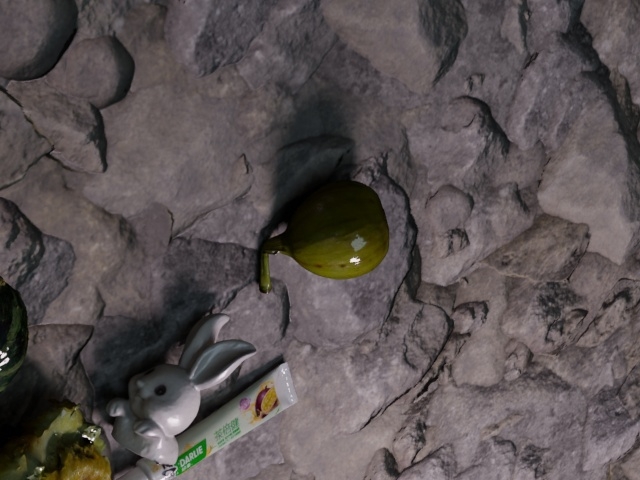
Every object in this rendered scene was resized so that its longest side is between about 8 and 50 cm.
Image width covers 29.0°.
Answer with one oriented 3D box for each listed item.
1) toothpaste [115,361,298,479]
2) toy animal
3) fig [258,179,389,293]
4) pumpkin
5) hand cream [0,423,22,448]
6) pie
[{"bbox_3d":[-0.164,0.286,1.815,0.314,0.056,0.058,-31,168,-25],"label":"toothpaste"},{"bbox_3d":[-0.200,0.195,1.700,0.130,0.103,0.221,28,94,-42],"label":"toy animal"},{"bbox_3d":[0.007,-0.012,1.753,0.148,0.186,0.142,83,13,-53],"label":"fig"},{"bbox_3d":[-0.432,0.117,1.452,0.190,0.146,0.190,-12,148,-8],"label":"pumpkin"},{"bbox_3d":[-0.449,0.313,1.618,0.163,0.039,0.062,-53,148,0],"label":"hand cream"},{"bbox_3d":[-0.393,0.380,1.602,0.288,0.103,0.355,-13,128,-64],"label":"pie"}]
